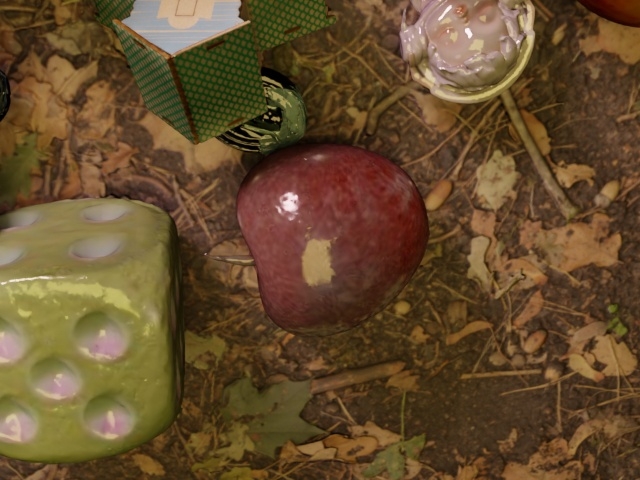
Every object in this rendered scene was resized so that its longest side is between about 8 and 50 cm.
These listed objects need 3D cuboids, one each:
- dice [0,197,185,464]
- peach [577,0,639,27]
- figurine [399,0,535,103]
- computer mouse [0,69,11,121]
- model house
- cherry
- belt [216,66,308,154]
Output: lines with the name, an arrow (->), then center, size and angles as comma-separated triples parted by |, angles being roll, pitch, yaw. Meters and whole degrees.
dice -> -0.296, 0.100, 0.952 | 0.250, 0.252, 0.254 | -2, 115, -5
peach -> 0.353, -0.373, 0.839 | 0.281, 0.238, 0.280 | 6, 76, -25
figurine -> 0.164, -0.263, 0.911 | 0.163, 0.141, 0.236 | -21, 114, 8
computer mouse -> -0.465, -0.161, 0.915 | 0.242, 0.077, 0.146 | -15, 122, 11
model house -> -0.122, -0.214, 0.831 | 0.271, 0.206, 0.178 | 3, 148, 3
cherry -> 0.000, 0.000, 0.967 | 0.286, 0.213, 0.236 | -10, 122, -12
belt -> -0.083, -0.162, 0.970 | 0.140, 0.058, 0.105 | 12, 114, -12
